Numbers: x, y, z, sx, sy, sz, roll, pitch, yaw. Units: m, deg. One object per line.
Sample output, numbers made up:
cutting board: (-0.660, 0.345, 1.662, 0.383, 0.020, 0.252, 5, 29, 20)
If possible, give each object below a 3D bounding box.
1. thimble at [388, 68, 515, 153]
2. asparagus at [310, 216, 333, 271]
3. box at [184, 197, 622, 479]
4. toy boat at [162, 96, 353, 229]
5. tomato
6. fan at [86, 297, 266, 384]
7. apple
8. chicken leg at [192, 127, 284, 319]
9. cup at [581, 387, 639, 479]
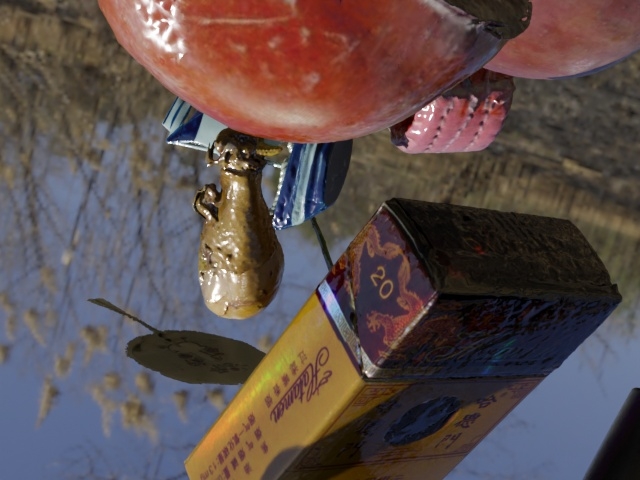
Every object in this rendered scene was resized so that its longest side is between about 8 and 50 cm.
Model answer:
thimble: (0.158, -0.196, 1.429, 0.125, 0.163, 0.189, -1, 165, -15)
asparagus: (0.000, 0.000, 1.851, 0.016, 0.163, 0.016, -22, 171, 11)
box: (0.073, 0.141, 1.116, 0.264, 0.415, 0.116, 6, -136, -39)
toy boat: (-0.090, -0.137, 1.494, 0.291, 0.221, 0.067, 16, 180, 33)
tomato: (-0.024, -0.134, 0.539, 0.214, 0.155, 0.181, 38, -149, -17)
fan: (-0.248, 0.162, 1.834, 0.233, 0.012, 0.414, -2, -163, -45)
apple: (0.194, -0.286, 0.973, 0.235, 0.306, 0.306, 13, -171, -18)
chicken leg: (-0.075, -0.020, 1.038, 0.085, 0.208, 0.101, 3, -141, 1)
cup: (0.278, 0.229, 0.976, 0.166, 0.177, 0.239, 27, 173, -22)
